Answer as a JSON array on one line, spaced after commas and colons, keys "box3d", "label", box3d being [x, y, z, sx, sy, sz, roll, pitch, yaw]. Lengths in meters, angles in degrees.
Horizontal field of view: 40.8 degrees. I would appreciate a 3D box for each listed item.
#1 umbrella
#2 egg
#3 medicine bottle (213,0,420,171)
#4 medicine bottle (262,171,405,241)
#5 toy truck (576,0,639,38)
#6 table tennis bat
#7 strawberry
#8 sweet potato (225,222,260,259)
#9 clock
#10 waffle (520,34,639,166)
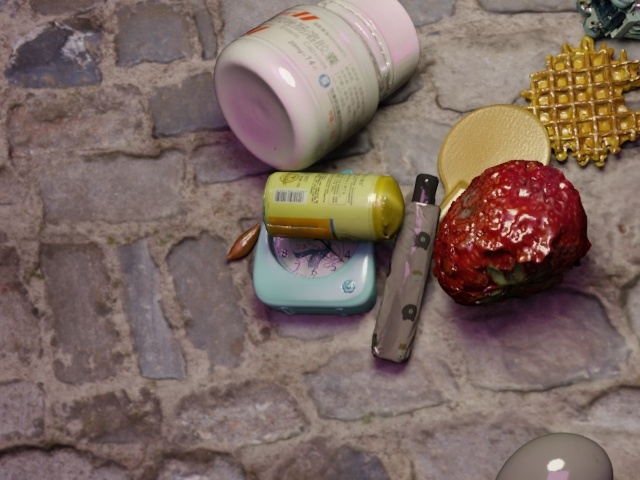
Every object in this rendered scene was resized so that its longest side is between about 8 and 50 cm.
[{"box3d": [0.156, 0.049, 1.513, 0.073, 0.067, 0.337, 13, 93, 6], "label": "umbrella"}, {"box3d": [0.364, 0.385, 1.358, 0.199, 0.146, 0.146, -28, 70, 12], "label": "egg"}, {"box3d": [-0.001, -0.301, 1.549, 0.325, 0.256, 0.256, -38, 67, -27], "label": "medicine bottle"}, {"box3d": [0.027, -0.057, 1.486, 0.239, 0.124, 0.124, 4, 75, 16], "label": "medicine bottle"}, {"box3d": [0.547, -0.477, 1.582, 0.140, 0.108, 0.256, -6, 69, -20], "label": "toy truck"}, {"box3d": [0.277, -0.108, 1.558, 0.198, 0.050, 0.320, 40, 92, 26], "label": "table tennis bat"}, {"box3d": [0.314, -0.017, 1.428, 0.274, 0.274, 0.220, -18, 68, 8], "label": "strawberry"}, {"box3d": [-0.144, 0.005, 1.655, 0.034, 0.034, 0.095, 41, 88, 21], "label": "sweet potato"}, {"box3d": [0.000, 0.000, 1.591, 0.224, 0.094, 0.274, 2, 73, 14], "label": "clock"}, {"box3d": [0.484, -0.251, 1.563, 0.231, 0.051, 0.228, -44, 70, 0], "label": "waffle"}]
